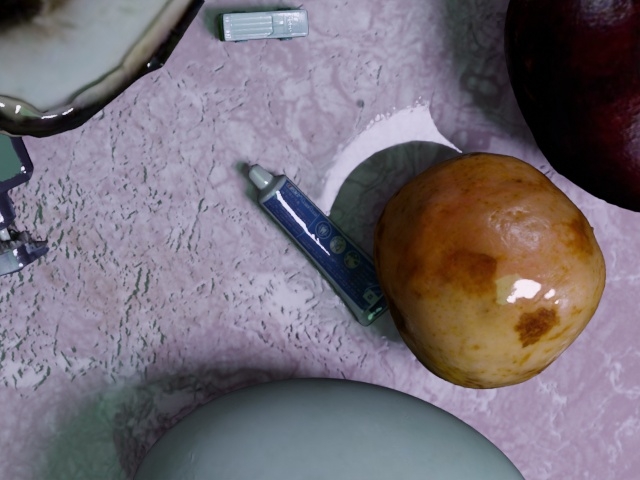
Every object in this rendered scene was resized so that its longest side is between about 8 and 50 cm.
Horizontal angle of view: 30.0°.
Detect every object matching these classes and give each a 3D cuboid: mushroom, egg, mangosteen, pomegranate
[{"bbox_3d":[-0.222,-0.235,0.992,0.247,0.130,0.344,25,73,-20],"label":"mushroom"},{"bbox_3d":[0.020,0.262,1.058,0.389,0.276,0.276,14,95,-16],"label":"egg"},{"bbox_3d":[0.311,-0.167,1.054,0.297,0.293,0.297,0,91,-23],"label":"mangosteen"},{"bbox_3d":[0.160,0.024,1.090,0.215,0.215,0.215,-2,98,-12],"label":"pomegranate"}]

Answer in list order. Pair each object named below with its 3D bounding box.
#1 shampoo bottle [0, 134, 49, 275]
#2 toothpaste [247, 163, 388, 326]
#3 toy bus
[{"bbox_3d":[-0.323,-0.115,1.038,0.098,0.071,0.309,-22,102,-9],"label":"shampoo bottle"},{"bbox_3d":[0.000,0.000,1.143,0.057,0.035,0.197,-43,107,2],"label":"toothpaste"},{"bbox_3d":[-0.051,-0.198,1.102,0.083,0.037,0.031,-6,99,-12],"label":"toy bus"}]
